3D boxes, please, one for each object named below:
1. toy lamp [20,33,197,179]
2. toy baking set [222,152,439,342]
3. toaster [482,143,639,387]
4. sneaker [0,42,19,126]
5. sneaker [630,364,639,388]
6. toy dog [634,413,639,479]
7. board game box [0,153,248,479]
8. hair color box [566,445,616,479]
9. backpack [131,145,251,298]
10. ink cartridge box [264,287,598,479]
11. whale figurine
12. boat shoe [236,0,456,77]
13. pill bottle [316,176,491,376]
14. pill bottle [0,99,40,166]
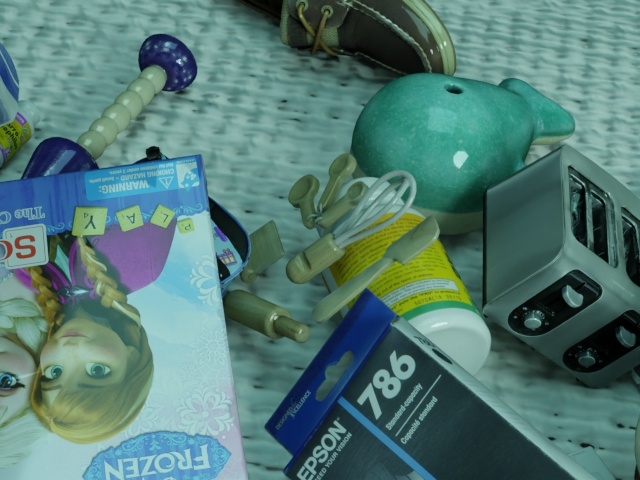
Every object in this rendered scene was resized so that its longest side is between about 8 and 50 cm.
[{"bbox_3d":[-0.223,-0.118,1.520,0.080,0.080,0.274,20,46,12],"label":"toy lamp"},{"bbox_3d":[-0.005,0.005,1.339,0.196,0.030,0.256,-54,33,-6],"label":"toy baking set"},{"bbox_3d":[0.240,0.020,1.373,0.168,0.110,0.185,35,41,-28],"label":"toaster"},{"bbox_3d":[-0.472,-0.192,1.506,0.316,0.127,0.182,-6,43,4],"label":"sneaker"},{"bbox_3d":[0.353,0.129,1.347,0.065,0.076,0.166,-27,54,-31],"label":"sneaker"},{"bbox_3d":[0.453,0.193,1.149,0.408,0.284,0.395,20,33,8],"label":"toy dog"},{"bbox_3d":[-0.233,0.098,1.213,0.319,0.066,0.318,-9,65,-4],"label":"board game box"},{"bbox_3d":[0.228,0.260,1.215,0.093,0.053,0.167,-14,47,-22],"label":"hair color box"},{"bbox_3d":[-0.154,0.017,1.364,0.158,0.116,0.173,-32,56,-33],"label":"backpack"},{"bbox_3d":[0.091,0.192,1.194,0.333,0.165,0.065,39,9,30],"label":"ink cartridge box"},{"bbox_3d":[0.157,-0.119,1.526,0.272,0.141,0.216,-27,53,-35],"label":"whale figurine"},{"bbox_3d":[0.002,-0.258,1.675,0.342,0.123,0.123,37,66,27],"label":"boat shoe"},{"bbox_3d":[0.068,0.041,1.369,0.118,0.117,0.208,-10,47,-17],"label":"pill bottle"},{"bbox_3d":[-0.328,-0.112,1.524,0.043,0.043,0.083,22,47,15],"label":"pill bottle"}]
